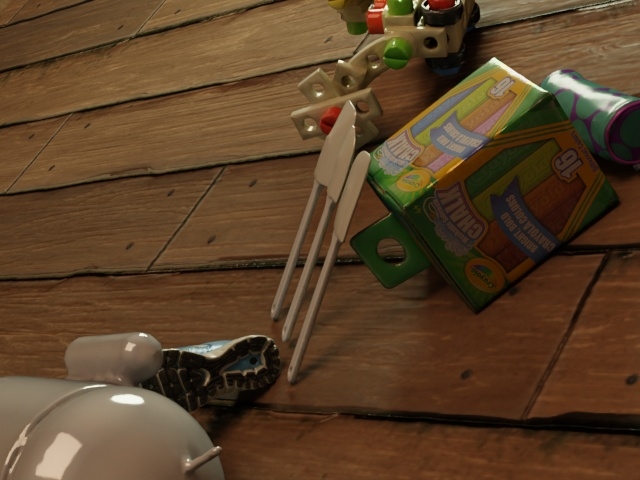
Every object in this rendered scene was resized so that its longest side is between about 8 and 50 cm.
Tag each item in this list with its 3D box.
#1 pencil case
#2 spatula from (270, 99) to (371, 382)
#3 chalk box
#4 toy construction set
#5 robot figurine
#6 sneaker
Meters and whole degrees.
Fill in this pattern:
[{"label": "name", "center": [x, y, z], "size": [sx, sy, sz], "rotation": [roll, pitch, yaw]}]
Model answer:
[{"label": "pencil case", "center": [0.255, -0.114, 1.303], "size": [0.070, 0.065, 0.151], "rotation": [-5, 19, -20]}, {"label": "spatula", "center": [0.000, 0.000, 1.347], "size": [0.168, 0.019, 0.242], "rotation": [-112, 37, -62]}, {"label": "chalk box", "center": [0.129, -0.038, 1.267], "size": [0.213, 0.132, 0.132], "rotation": [-39, 27, 1]}, {"label": "toy construction set", "center": [0.072, -0.256, 1.642], "size": [0.215, 0.151, 0.328], "rotation": [1, 49, 16]}, {"label": "robot figurine", "center": [-0.218, 0.221, 1.215], "size": [0.353, 0.199, 0.300], "rotation": [-3, 68, 49]}, {"label": "sneaker", "center": [-0.122, 0.130, 1.352], "size": [0.162, 0.063, 0.073], "rotation": [-7, -1, -25]}]
